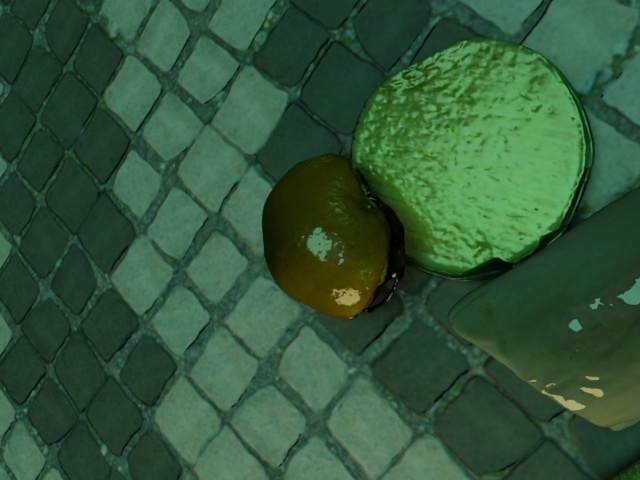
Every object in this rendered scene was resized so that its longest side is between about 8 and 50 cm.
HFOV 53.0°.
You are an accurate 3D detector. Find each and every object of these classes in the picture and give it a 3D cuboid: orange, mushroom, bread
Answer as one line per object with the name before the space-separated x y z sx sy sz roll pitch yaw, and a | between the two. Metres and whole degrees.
orange | 0.000 0.000 0.615 0.170 0.112 0.159 6 107 47
mushroom | 0.290 0.011 0.463 0.407 0.138 0.154 -39 61 27
bread | 0.136 -0.075 0.601 0.229 0.034 0.228 0 89 29

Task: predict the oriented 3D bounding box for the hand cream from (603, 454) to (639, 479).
hand cream | 0.295 0.185 0.503 0.235 0.055 0.086 -39 73 13
